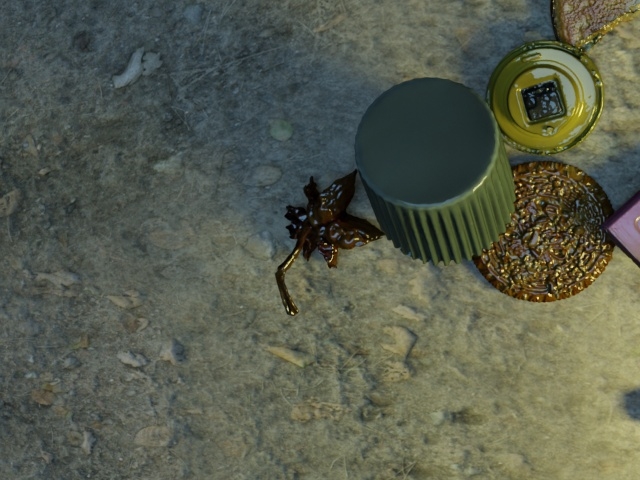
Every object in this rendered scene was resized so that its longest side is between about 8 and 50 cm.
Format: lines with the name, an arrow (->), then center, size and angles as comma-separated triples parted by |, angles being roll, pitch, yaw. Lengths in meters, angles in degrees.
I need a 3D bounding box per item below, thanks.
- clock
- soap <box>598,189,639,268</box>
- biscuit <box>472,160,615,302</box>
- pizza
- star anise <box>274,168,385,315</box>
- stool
clock -> 0.439, -0.278, 1.581 | 0.237, 0.057, 0.236 | 8, 110, 22
soap -> 0.661, -0.052, 1.545 | 0.203, 0.065, 0.122 | -44, 84, 8
biscuit -> 0.454, -0.016, 1.645 | 0.306, 0.038, 0.305 | 3, 99, 17
pizza -> 0.546, -0.457, 1.541 | 0.195, 0.052, 0.185 | 1, 102, 24
star anise -> 0.001, 0.003, 1.732 | 0.237, 0.148, 0.346 | 28, 93, 15
stool -> 0.216, -0.131, 1.506 | 0.297, 0.330, 0.297 | -4, 75, 14
